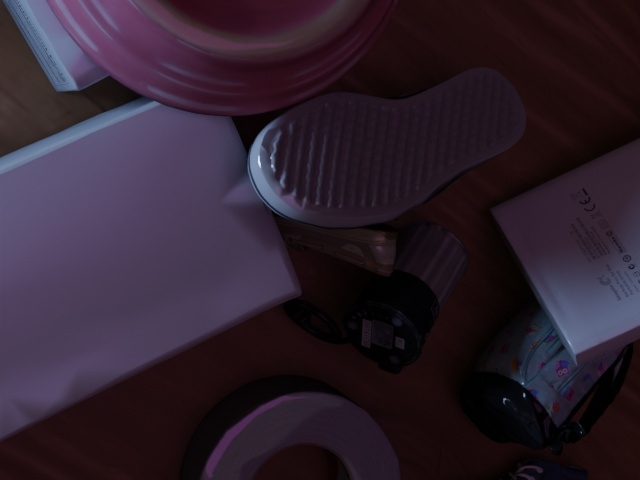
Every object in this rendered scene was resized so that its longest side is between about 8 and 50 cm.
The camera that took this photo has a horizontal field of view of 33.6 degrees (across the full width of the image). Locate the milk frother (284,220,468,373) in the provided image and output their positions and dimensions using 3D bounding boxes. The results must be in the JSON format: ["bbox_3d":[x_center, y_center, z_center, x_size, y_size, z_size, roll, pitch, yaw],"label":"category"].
[{"bbox_3d":[0.056,0.051,1.086,0.143,0.129,0.135,30,47,7],"label":"milk frother"}]

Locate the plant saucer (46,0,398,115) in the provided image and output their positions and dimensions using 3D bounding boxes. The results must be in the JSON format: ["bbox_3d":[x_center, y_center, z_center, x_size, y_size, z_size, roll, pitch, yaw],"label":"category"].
[{"bbox_3d":[-0.067,-0.267,0.846,0.332,0.084,0.332,-3,97,-21],"label":"plant saucer"}]

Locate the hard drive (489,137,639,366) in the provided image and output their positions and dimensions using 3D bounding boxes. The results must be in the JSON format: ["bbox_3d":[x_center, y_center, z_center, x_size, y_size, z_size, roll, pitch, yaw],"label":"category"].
[{"bbox_3d":[0.356,-0.020,1.093,0.307,0.203,0.040,-25,142,1],"label":"hard drive"}]

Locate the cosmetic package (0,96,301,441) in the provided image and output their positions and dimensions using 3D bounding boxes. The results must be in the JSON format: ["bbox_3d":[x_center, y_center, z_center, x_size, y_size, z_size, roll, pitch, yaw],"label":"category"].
[{"bbox_3d":[-0.237,0.024,0.940,0.384,0.156,0.217,-24,104,-17],"label":"cosmetic package"}]

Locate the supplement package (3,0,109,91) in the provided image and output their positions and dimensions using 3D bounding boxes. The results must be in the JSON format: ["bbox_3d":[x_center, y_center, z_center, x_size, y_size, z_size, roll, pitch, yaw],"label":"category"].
[{"bbox_3d":[-0.161,-0.280,0.933,0.261,0.145,0.204,-32,106,-13],"label":"supplement package"}]

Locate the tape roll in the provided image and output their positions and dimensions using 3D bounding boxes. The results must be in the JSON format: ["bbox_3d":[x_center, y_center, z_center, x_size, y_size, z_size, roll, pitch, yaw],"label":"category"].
[{"bbox_3d":[-0.031,0.253,1.087,0.219,0.072,0.219,-3,98,-20],"label":"tape roll"}]

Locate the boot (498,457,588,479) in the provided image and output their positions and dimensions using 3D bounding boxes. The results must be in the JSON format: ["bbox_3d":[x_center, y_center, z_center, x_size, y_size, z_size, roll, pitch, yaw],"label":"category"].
[{"bbox_3d":[0.216,0.283,1.190,0.189,0.069,0.086,14,85,-29],"label":"boot"}]

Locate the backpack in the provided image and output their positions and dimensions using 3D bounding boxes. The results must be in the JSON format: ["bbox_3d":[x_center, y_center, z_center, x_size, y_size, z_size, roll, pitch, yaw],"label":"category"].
[{"bbox_3d":[0.245,0.131,1.138,0.182,0.152,0.115,-43,108,-18],"label":"backpack"}]

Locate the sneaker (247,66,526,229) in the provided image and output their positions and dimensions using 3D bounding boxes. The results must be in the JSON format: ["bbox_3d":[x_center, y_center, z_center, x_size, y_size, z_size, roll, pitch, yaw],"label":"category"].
[{"bbox_3d":[0.050,-0.075,1.004,0.321,0.127,0.126,-17,84,-37],"label":"sneaker"}]

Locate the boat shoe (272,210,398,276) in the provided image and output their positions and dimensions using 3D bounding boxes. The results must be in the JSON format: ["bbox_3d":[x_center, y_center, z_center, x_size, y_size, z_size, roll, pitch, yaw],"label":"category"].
[{"bbox_3d":[0.001,0.000,1.041,0.152,0.056,0.048,9,102,18],"label":"boat shoe"}]
